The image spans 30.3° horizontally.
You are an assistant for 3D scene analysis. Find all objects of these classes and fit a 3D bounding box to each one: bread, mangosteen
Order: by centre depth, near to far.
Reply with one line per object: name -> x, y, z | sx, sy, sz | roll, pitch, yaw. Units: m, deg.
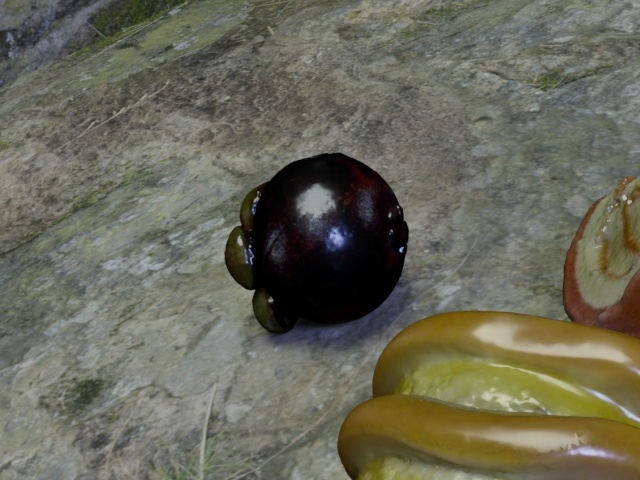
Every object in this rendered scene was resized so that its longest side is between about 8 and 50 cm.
bread -> 0.147, 0.180, 0.927 | 0.316, 0.211, 0.270 | 3, 35, 37
bread -> 0.335, 0.023, 1.152 | 0.190, 0.123, 0.244 | -48, 14, 21
mangosteen -> 0.000, 0.000, 1.337 | 0.210, 0.210, 0.210 | -13, 29, 7
